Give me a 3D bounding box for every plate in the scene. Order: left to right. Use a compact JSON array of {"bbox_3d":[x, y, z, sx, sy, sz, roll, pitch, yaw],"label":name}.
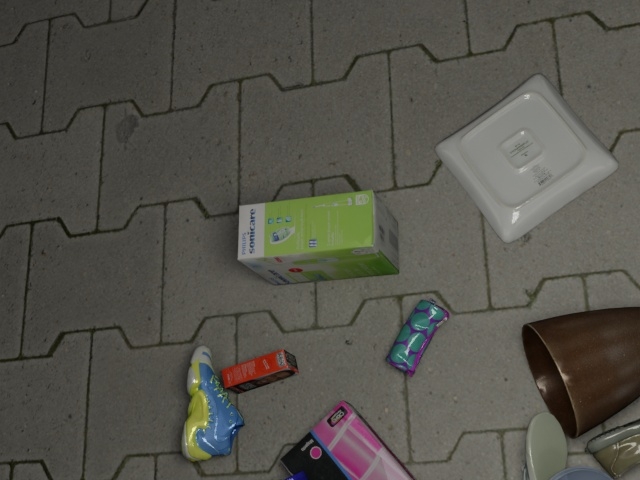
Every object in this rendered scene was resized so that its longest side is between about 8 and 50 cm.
[{"bbox_3d":[0.411,-0.177,1.886,0.277,0.045,0.278,-35,65,5],"label":"plate"}]

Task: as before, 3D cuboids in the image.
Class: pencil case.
[{"bbox_3d":[0.192,0.189,1.827,0.070,0.064,0.152,27,83,42],"label":"pencil case"}]

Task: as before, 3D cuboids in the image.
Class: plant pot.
[{"bbox_3d":[0.510,0.209,1.647,0.230,0.215,0.215,-20,66,-3],"label":"plant pot"}]

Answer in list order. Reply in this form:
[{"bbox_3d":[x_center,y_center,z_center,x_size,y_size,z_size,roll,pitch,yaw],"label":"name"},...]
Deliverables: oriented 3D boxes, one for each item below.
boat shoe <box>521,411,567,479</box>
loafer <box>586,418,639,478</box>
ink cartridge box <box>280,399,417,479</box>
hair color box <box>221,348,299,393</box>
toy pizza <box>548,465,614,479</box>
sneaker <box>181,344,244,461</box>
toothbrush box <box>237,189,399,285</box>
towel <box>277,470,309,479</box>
[{"bbox_3d":[0.393,0.425,1.664,0.079,0.081,0.228,3,76,-19],"label":"boat shoe"},{"bbox_3d":[0.598,0.345,1.625,0.251,0.094,0.087,-26,77,15],"label":"loafer"},{"bbox_3d":[0.102,0.498,1.759,0.176,0.069,0.371,-44,66,2],"label":"ink cartridge box"},{"bbox_3d":[-0.123,0.270,1.909,0.141,0.072,0.043,-21,66,13],"label":"hair color box"},{"bbox_3d":[0.450,0.493,1.605,0.201,0.032,0.201,3,79,-18],"label":"toy pizza"},{"bbox_3d":[-0.215,0.338,1.924,0.126,0.091,0.240,3,72,2],"label":"sneaker"},{"bbox_3d":[0.000,0.000,1.883,0.283,0.206,0.122,-5,71,17],"label":"toothbrush box"},{"bbox_3d":[-0.076,0.616,1.741,0.227,0.076,0.308,-34,66,25],"label":"towel"}]
